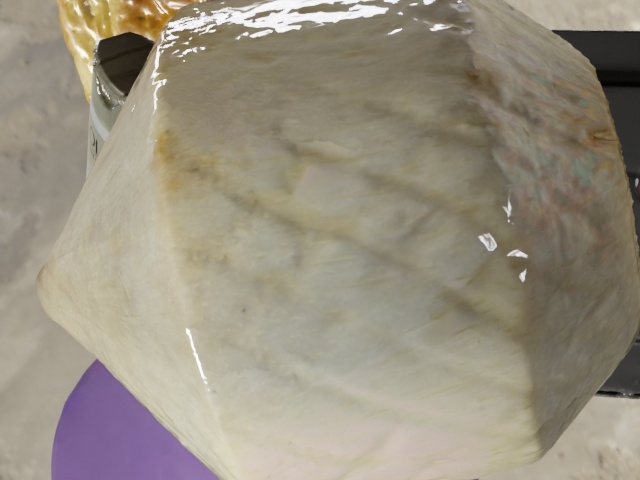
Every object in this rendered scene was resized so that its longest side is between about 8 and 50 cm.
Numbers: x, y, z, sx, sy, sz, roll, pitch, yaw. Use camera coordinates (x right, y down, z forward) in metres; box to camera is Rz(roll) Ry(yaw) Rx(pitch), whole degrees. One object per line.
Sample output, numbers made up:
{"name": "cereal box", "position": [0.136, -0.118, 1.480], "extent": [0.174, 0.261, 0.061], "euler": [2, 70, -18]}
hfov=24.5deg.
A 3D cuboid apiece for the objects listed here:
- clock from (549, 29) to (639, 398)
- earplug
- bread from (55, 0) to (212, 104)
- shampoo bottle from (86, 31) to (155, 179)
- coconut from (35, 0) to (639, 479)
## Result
{"name": "clock", "position": [0.241, -0.018, 1.098], "extent": [0.273, 0.049, 0.278], "euler": [2, 94, 16]}
{"name": "earplug", "position": [-0.008, 0.187, 1.290], "extent": [0.215, 0.456, 0.215], "euler": [-2, 86, 33]}
{"name": "bread", "position": [-0.132, -0.267, 1.149], "extent": [0.195, 0.344, 0.149], "euler": [-12, 12, 22]}
{"name": "shampoo bottle", "position": [-0.134, -0.038, 1.048], "extent": [0.056, 0.227, 0.086], "euler": [-23, 58, -28]}
{"name": "coconut", "position": [0.000, 0.000, 0.796], "extent": [0.329, 0.329, 0.328], "euler": [-15, 47, 17]}
